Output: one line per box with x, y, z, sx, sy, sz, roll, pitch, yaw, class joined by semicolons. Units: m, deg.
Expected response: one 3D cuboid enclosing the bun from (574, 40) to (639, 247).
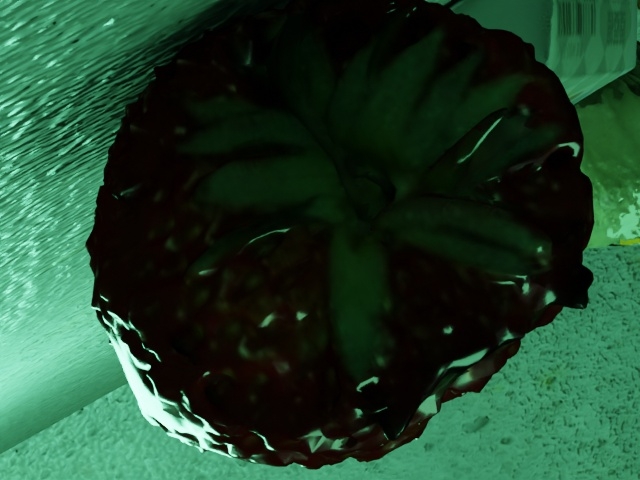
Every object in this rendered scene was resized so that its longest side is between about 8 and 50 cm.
0.261;-0.112;1.563;0.259;0.152;0.259;-11;-152;6;bun

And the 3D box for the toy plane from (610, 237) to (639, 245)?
0.220;-0.053;1.710;0.316;0.103;0.204;10;-148;36;toy plane

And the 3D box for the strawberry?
-0.001;-0.004;0.860;0.261;0.261;0.257;-29;169;-15;strawberry

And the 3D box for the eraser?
0.149;-0.134;1.295;0.213;0.082;0.397;-31;176;21;eraser

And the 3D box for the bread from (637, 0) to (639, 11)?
0.324;-0.222;1.453;0.053;0.085;0.085;-20;173;-17;bread
